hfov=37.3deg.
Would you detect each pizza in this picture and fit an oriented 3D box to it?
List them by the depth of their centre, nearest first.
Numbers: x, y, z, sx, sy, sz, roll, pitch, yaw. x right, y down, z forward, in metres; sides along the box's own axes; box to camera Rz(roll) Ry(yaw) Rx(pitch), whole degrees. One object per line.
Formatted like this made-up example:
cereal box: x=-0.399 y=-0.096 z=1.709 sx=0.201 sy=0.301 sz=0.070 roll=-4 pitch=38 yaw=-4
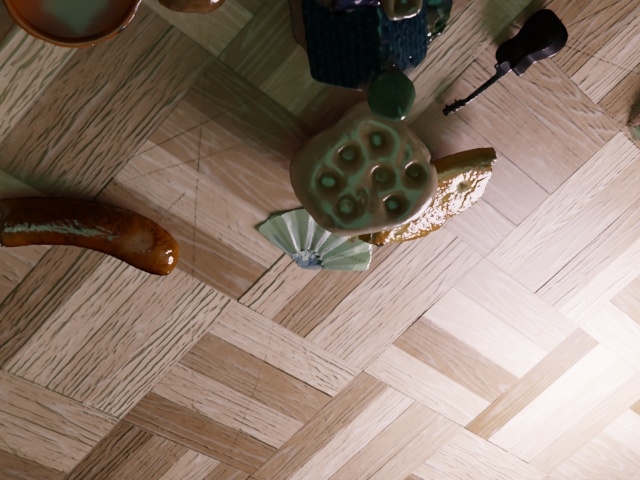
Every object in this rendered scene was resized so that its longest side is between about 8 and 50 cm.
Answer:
pizza: x=0.186 y=-0.071 z=1.614 sx=0.271 sy=0.056 sz=0.134 roll=-41 pitch=137 yaw=20

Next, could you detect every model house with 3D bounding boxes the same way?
model house: x=0.088 y=-0.331 z=1.259 sx=0.243 sy=0.284 sz=0.298 roll=-12 pitch=129 yaw=-4

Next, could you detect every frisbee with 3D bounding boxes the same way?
frisbee: x=-0.328 y=-0.348 z=1.251 sx=0.192 sy=0.035 sz=0.192 roll=-10 pitch=128 yaw=-13

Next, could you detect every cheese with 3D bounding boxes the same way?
cheese: x=0.068 y=-0.114 z=1.492 sx=0.235 sy=0.117 sz=0.218 roll=12 pitch=106 yaw=-16

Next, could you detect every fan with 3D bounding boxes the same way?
fan: x=0.000 y=0.000 z=1.644 sx=0.240 sy=0.009 sz=0.131 roll=20 pitch=115 yaw=-30

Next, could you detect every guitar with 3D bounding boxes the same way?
guitar: x=0.286 y=-0.273 z=1.502 sx=0.233 sy=0.088 sz=0.025 roll=-37 pitch=130 yaw=22

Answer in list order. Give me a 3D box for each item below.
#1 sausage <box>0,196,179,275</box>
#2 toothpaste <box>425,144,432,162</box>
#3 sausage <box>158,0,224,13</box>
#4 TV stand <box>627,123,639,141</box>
sausage: x=-0.357 y=-0.013 z=1.468 sx=0.302 sy=0.076 sz=0.103 roll=11 pitch=129 yaw=-24
toothpaste: x=0.095 y=-0.106 z=1.584 sx=0.197 sy=0.029 sz=0.048 roll=-23 pitch=136 yaw=-5
sausage: x=-0.070 y=-0.499 z=1.171 sx=0.136 sy=0.123 sz=0.501 roll=24 pitch=114 yaw=-28
TV stand: x=0.660 y=-0.247 z=1.663 sx=0.249 sy=0.042 sz=0.036 roll=-29 pitch=109 yaw=2
